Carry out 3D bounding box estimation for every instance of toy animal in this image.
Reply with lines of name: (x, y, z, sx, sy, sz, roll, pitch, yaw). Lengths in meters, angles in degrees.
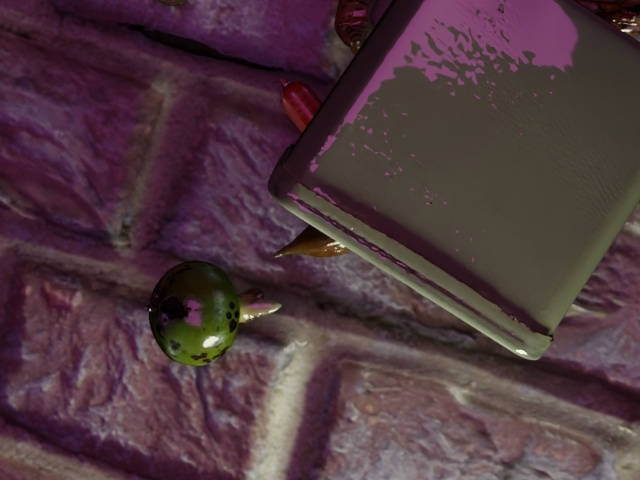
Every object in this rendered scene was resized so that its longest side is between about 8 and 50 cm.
toy animal: (0.059, -0.336, 1.790, 0.099, 0.057, 0.241, -5, 103, 0)

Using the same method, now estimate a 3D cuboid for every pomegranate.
pomegranate: (-0.126, 0.082, 1.789, 0.161, 0.122, 0.122, -7, 86, -20)

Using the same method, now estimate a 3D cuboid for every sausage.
sausage: (-0.002, -0.135, 1.815, 0.050, 0.048, 0.145, -29, 76, -37)

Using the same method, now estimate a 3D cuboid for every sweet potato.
sweet potato: (0.000, 0.000, 1.806, 0.117, 0.049, 0.049, -19, 85, 9)

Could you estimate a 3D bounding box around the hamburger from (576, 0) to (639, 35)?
hamburger: (0.338, -0.348, 1.758, 0.231, 0.107, 0.231, -2, 80, 8)

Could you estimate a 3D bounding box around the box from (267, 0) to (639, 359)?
box: (0.180, -0.113, 1.676, 0.352, 0.177, 0.344, 32, 101, -4)

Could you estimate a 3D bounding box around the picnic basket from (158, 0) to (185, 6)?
picnic basket: (-0.180, -0.313, 1.823, 0.072, 0.083, 0.072, 0, 88, 6)
